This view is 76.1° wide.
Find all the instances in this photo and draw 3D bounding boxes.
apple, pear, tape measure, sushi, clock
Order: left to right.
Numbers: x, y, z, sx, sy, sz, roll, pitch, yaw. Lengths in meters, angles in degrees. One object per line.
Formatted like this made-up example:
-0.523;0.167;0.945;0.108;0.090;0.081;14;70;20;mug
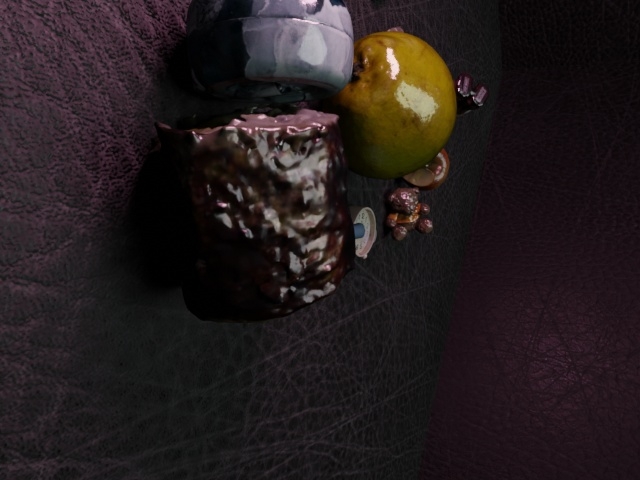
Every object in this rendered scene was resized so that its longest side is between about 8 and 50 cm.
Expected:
-0.093;-0.056;0.642;0.300;0.281;0.294;-23;115;-34;sushi
-0.072;-0.296;0.654;0.275;0.257;0.147;-20;110;-62;tape measure
0.107;-0.026;1.237;0.229;0.063;0.155;10;90;-56;clock
0.172;-0.323;1.021;0.413;0.352;0.351;15;84;-70;pear
0.392;-0.285;1.538;0.160;0.173;0.195;-10;100;-42;apple

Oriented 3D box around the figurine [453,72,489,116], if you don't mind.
0.339;-0.432;1.285;0.218;0.365;0.206;6;74;-26;figurine

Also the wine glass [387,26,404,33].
0.289;-0.668;1.391;0.198;0.066;0.066;-17;112;-58;wine glass

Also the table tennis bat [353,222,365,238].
0.000;0.000;1.031;0.329;0.044;0.215;-15;109;-46;table tennis bat

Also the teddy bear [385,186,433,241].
0.315;-0.107;1.516;0.140;0.177;0.190;-120;-166;-56;teddy bear
